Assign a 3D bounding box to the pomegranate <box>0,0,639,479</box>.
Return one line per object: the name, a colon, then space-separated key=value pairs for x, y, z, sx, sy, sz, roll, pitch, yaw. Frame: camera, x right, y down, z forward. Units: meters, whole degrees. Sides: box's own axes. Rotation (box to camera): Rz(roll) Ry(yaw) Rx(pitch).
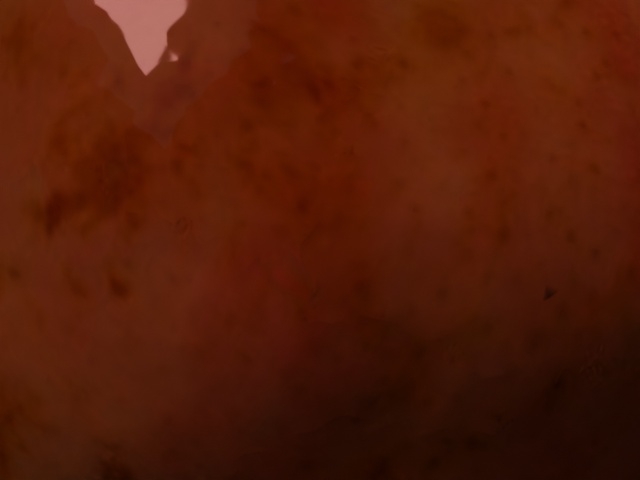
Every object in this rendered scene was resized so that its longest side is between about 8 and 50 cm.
pomegranate: x=0.000 y=0.000 z=0.600 sx=0.342 sy=0.342 sz=0.342 roll=-19 pitch=30 yaw=12
